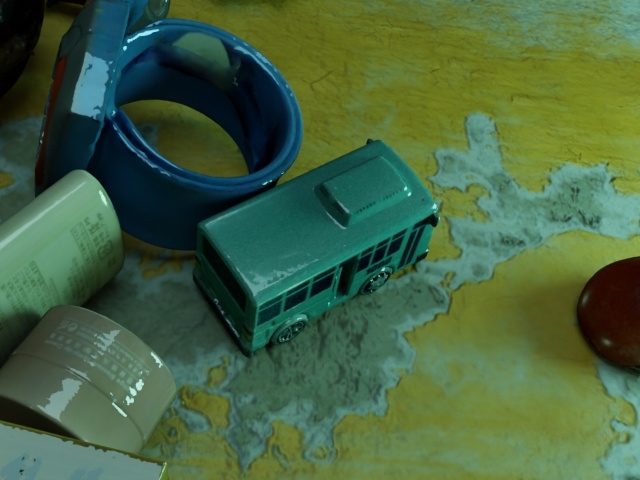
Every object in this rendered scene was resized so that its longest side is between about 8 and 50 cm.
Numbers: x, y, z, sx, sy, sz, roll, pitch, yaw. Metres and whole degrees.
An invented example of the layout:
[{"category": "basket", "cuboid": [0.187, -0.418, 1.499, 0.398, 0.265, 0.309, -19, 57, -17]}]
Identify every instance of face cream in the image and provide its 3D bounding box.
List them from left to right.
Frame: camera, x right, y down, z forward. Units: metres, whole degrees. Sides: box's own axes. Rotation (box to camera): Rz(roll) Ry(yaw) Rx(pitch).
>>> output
[{"category": "face cream", "cuboid": [-0.334, 0.087, 0.797, 0.081, 0.173, 0.348, 35, 59, 16]}, {"category": "face cream", "cuboid": [-0.222, 0.145, 0.786, 0.149, 0.149, 0.104, 25, 55, 9]}]

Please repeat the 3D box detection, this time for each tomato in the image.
[{"category": "tomato", "cuboid": [0.378, 0.076, 0.956, 0.159, 0.091, 0.139, 6, 54, -1]}]

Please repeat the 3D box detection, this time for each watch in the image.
[{"category": "watch", "cuboid": [-0.169, -0.148, 0.974, 0.274, 0.241, 0.305, 16, 55, -18]}]

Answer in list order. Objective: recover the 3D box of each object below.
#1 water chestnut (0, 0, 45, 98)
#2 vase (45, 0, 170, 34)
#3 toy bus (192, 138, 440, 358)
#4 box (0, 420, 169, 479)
[{"category": "water chestnut", "cuboid": [-0.461, -0.283, 0.971, 0.300, 0.300, 0.300, 4, 55, -6]}, {"category": "vase", "cuboid": [-0.297, -0.331, 1.137, 0.183, 0.120, 0.120, 9, 53, 17]}, {"category": "toy bus", "cuboid": [0.000, 0.000, 0.922, 0.256, 0.147, 0.128, -27, 65, -23]}, {"category": "box", "cuboid": [-0.199, 0.224, 0.682, 0.152, 0.237, 0.070, 13, 60, 1]}]
